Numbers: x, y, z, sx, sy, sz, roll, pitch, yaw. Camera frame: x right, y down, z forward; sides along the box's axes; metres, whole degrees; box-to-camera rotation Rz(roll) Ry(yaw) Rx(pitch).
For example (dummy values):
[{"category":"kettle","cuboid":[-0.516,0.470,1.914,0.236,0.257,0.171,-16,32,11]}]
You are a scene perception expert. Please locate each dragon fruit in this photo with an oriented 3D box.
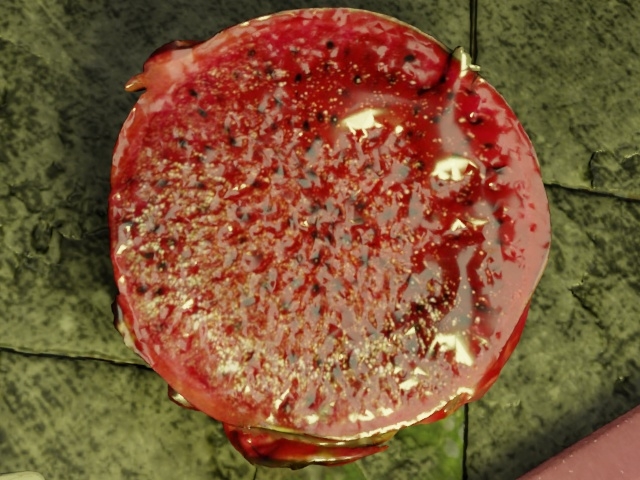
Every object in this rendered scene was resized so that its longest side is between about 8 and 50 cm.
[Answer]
[{"category":"dragon fruit","cuboid":[0.000,0.000,1.259,0.371,0.249,0.386,-43,79,-10]}]

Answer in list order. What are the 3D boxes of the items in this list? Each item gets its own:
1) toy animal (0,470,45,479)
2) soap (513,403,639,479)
[{"category":"toy animal","cuboid":[-0.251,0.291,1.130,0.178,0.127,0.193,-36,79,-27]},{"category":"soap","cuboid":[0.258,0.264,1.299,0.259,0.081,0.181,-25,76,-23]}]
